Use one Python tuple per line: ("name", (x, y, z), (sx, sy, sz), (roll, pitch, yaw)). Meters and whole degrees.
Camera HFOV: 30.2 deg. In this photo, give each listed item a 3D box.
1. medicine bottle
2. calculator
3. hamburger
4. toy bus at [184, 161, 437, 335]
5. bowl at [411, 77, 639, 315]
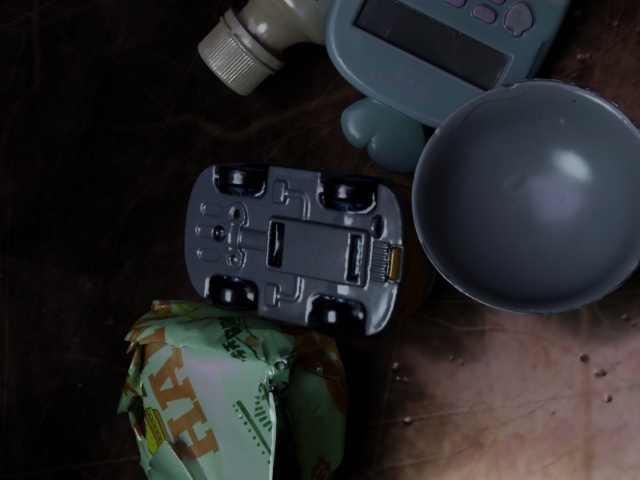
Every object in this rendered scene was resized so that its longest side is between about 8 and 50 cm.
("medicine bottle", (-0.004, -0.239, 1.078), (0.252, 0.114, 0.114), (-42, 62, 14))
("calculator", (0.109, -0.199, 0.999), (0.186, 0.041, 0.298), (25, 101, -2))
("hamburger", (-0.078, 0.167, 1.011), (0.214, 0.125, 0.235), (6, 111, 42))
("toy bus", (0.000, 0.000, 1.000), (0.210, 0.136, 0.126), (9, 99, 31))
("bowl", (0.170, -0.025, 0.937), (0.189, 0.086, 0.189), (-2, 75, 9))
